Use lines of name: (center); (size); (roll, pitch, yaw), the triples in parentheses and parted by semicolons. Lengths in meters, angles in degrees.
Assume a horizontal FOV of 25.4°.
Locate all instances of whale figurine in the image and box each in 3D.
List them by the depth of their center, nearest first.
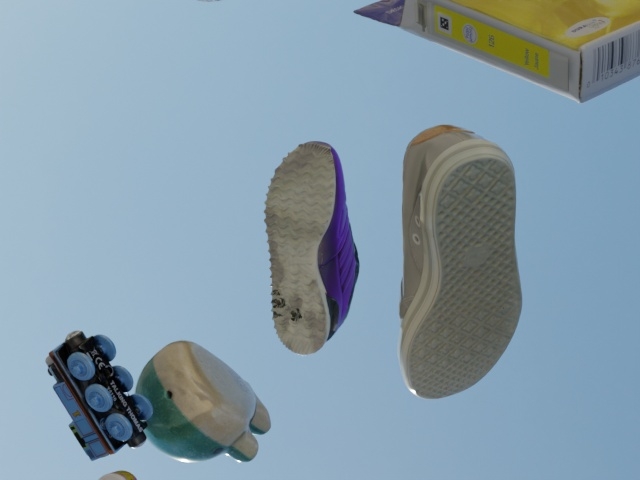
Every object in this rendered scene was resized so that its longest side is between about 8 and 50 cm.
whale figurine: (-0.174, 0.250, 2.086); (0.141, 0.216, 0.272); (-41, 159, 9)

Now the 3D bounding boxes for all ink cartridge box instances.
ink cartridge box: (0.243, -0.253, 1.404); (0.304, 0.072, 0.307); (-27, -139, -32)

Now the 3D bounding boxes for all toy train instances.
toy train: (-0.309, 0.210, 1.938); (0.105, 0.184, 0.080); (-24, -169, 34)

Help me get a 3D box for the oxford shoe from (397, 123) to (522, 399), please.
oxford shoe: (0.171, 0.030, 1.850); (0.169, 0.449, 0.130); (-14, -137, -15)

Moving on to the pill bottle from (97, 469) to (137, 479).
pill bottle: (-0.236, 0.291, 1.653); (0.043, 0.043, 0.083); (-34, 174, 0)

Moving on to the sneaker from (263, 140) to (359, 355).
sneaker: (-0.001, 0.000, 1.967); (0.102, 0.293, 0.146); (11, -164, 26)
